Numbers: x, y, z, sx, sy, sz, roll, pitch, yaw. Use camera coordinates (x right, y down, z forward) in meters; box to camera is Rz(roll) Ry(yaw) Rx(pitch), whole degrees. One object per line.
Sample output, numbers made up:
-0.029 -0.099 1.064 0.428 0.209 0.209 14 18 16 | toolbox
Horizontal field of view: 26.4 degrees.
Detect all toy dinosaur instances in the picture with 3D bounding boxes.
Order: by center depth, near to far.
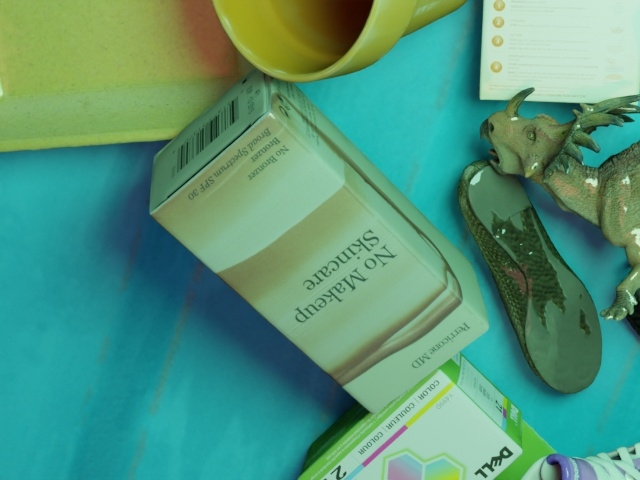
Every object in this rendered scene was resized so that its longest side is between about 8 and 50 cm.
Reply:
0.307 -0.061 1.206 0.295 0.127 0.200 -15 108 0 | toy dinosaur

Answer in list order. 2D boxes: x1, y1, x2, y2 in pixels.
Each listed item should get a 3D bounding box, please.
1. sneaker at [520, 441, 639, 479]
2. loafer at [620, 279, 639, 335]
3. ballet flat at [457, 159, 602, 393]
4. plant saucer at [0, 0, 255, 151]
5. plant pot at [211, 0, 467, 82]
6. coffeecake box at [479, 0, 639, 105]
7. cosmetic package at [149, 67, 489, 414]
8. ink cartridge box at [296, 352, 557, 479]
0.288 0.225 1.261 0.282 0.102 0.161 -39 129 -3 | sneaker
0.381 0.088 1.288 0.220 0.080 0.078 34 76 -2 | loafer
0.197 0.034 1.309 0.084 0.058 0.250 -32 105 -11 | ballet flat
-0.210 -0.260 1.276 0.333 0.081 0.333 -3 105 9 | plant saucer
0.036 -0.247 1.167 0.205 0.188 0.205 14 111 41 | plant pot
0.219 -0.220 1.227 0.142 0.068 0.185 3 105 8 | coffeecake box
0.000 0.000 1.241 0.153 0.129 0.296 -40 115 17 | cosmetic package
0.135 0.248 1.347 0.255 0.097 0.189 44 106 -4 | ink cartridge box
